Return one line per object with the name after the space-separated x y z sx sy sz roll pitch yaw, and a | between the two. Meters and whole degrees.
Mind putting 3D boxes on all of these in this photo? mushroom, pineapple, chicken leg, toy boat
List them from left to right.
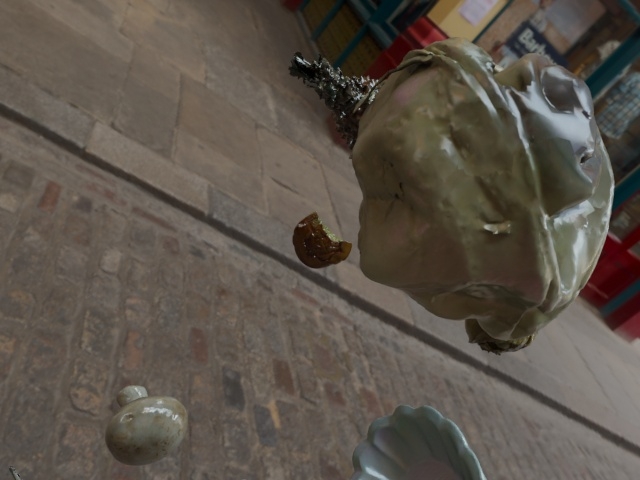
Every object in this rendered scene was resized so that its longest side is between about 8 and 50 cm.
-0.519 0.526 1.706 0.244 0.243 0.243 36 24 -18 | mushroom
0.076 -0.310 1.299 0.361 0.175 0.175 26 27 -57 | pineapple
0.146 0.349 0.749 0.100 0.199 0.290 37 10 -28 | toy boat
0.510 0.124 1.410 0.153 0.429 0.201 12 -45 60 | chicken leg

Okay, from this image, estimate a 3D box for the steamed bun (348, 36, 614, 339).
0.179 -0.065 0.560 0.280 0.207 0.267 26 60 -22 | steamed bun

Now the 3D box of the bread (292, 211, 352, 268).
-0.005 0.009 1.533 0.156 0.125 0.086 40 8 -5 | bread

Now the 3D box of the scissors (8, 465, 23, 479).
-0.557 0.577 1.171 0.109 0.022 0.299 9 -59 62 | scissors
